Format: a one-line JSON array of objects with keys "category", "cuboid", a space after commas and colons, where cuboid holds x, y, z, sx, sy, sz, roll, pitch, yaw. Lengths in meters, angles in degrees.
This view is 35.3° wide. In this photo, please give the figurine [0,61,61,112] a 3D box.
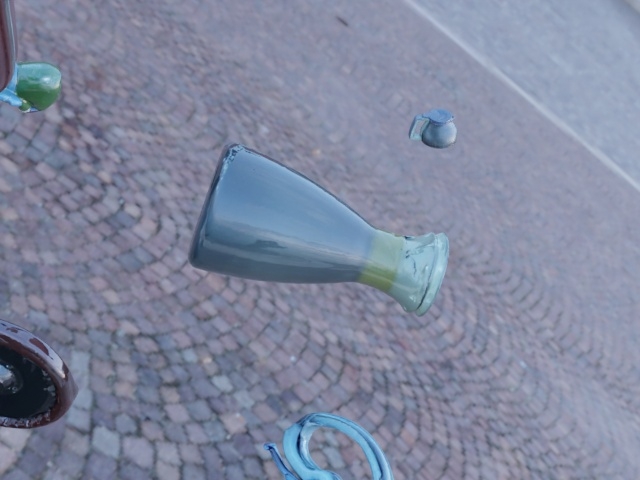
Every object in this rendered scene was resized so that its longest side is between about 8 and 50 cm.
[{"category": "figurine", "cuboid": [-0.672, -0.333, 2.095, 0.234, 0.185, 0.127, -3, 89, -28]}]

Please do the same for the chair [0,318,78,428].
[{"category": "chair", "cuboid": [-0.454, 0.259, 1.262, 0.226, 0.226, 0.401, 33, 40, -17]}]

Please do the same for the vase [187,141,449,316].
[{"category": "vase", "cuboid": [0.000, 0.000, 1.324, 0.321, 0.173, 0.173, 19, 27, -7]}]

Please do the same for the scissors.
[{"category": "scissors", "cuboid": [0.065, 0.338, 0.985, 0.393, 0.180, 0.032, 45, 13, 32]}]

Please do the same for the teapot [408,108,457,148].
[{"category": "teapot", "cuboid": [0.202, -0.202, 1.796, 0.088, 0.057, 0.066, -2, 39, -2]}]

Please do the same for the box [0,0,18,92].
[{"category": "box", "cuboid": [-0.510, -0.339, 1.254, 0.263, 0.404, 0.108, 17, 52, 5]}]
